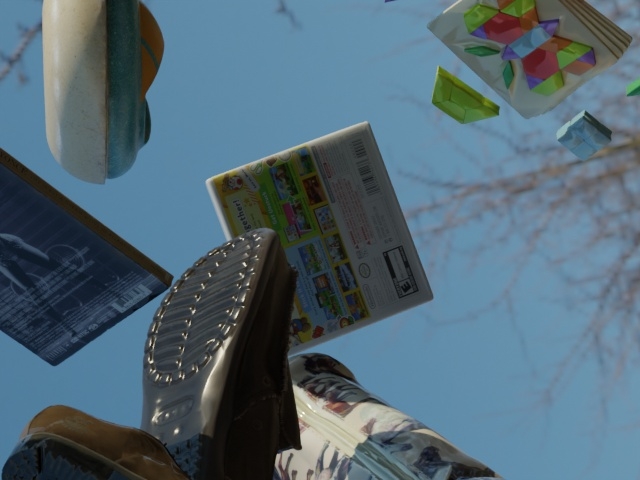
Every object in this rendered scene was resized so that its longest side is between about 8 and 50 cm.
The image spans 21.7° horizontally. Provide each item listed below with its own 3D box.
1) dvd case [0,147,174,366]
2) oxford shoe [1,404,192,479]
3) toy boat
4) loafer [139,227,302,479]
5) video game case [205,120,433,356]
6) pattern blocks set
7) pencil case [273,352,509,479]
[{"bbox_3d":[-0.252,0.005,1.341,0.221,0.164,0.018,38,-139,-23],"label":"dvd case"},{"bbox_3d":[-0.115,0.187,1.220,0.227,0.083,0.096,35,-151,-12],"label":"oxford shoe"},{"bbox_3d":[-0.223,-0.236,1.798,0.267,0.148,0.318,100,167,-53],"label":"toy boat"},{"bbox_3d":[-0.086,0.152,1.516,0.130,0.134,0.366,42,-134,-33],"label":"loafer"},{"bbox_3d":[0.000,0.000,1.953,0.026,0.206,0.227,169,81,-78],"label":"video game case"},{"bbox_3d":[0.223,-0.220,1.798,0.325,0.285,0.026,27,-137,-13],"label":"pattern blocks set"},{"bbox_3d":[0.069,0.244,1.672,0.160,0.410,0.183,-36,-57,-18],"label":"pencil case"}]
